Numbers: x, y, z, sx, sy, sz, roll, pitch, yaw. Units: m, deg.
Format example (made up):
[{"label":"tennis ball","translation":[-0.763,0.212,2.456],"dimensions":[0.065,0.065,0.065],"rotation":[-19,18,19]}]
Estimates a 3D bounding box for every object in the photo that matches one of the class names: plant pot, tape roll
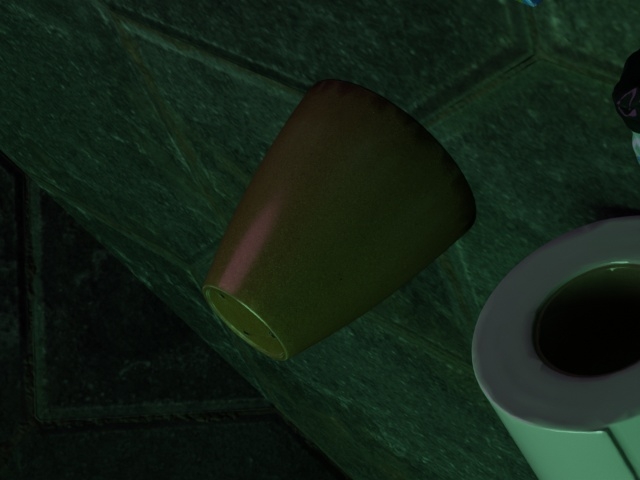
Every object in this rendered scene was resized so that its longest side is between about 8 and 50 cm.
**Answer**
[{"label":"plant pot","translation":[0.000,0.000,1.422],"dimensions":[0.237,0.254,0.237],"rotation":[35,160,15]},{"label":"tape roll","translation":[0.278,0.120,1.169],"dimensions":[0.246,0.246,0.169],"rotation":[18,151,48]}]

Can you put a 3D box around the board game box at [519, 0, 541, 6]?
[{"label":"board game box","translation":[0.029,-0.306,0.828],"dimensions":[0.347,0.078,0.233],"rotation":[45,-171,-10]}]

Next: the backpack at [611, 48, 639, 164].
[{"label":"backpack","translation":[0.303,-0.065,0.922],"dimensions":[0.182,0.115,0.152],"rotation":[44,158,-16]}]
